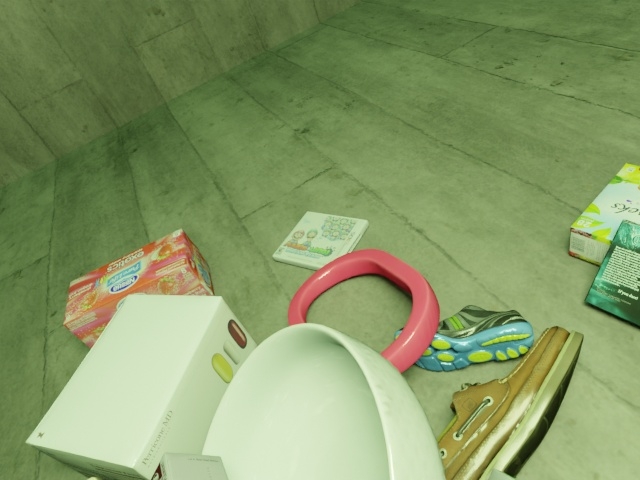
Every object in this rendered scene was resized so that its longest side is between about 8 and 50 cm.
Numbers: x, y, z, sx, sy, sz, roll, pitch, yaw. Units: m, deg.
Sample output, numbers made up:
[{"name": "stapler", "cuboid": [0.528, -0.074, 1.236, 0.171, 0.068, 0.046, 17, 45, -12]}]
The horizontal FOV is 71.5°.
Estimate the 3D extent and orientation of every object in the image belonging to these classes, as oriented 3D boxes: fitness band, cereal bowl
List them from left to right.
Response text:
[{"name": "cereal bowl", "cuboid": [0.001, 0.269, 0.473, 0.339, 0.141, 0.338, -34, 44, 40]}, {"name": "fitness band", "cuboid": [0.059, 0.109, 0.697, 0.209, 0.054, 0.291, -37, 26, -7]}]

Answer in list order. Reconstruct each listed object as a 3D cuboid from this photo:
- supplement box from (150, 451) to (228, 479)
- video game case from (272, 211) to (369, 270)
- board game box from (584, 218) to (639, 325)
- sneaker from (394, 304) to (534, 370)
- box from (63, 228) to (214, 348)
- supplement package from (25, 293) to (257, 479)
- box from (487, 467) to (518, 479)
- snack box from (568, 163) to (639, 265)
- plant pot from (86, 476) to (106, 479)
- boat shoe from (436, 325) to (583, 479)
[{"name": "supplement box", "cuboid": [-0.168, 0.362, 0.456, 0.239, 0.073, 0.130, -63, 33, 7]}, {"name": "video game case", "cuboid": [0.000, 0.000, 0.913, 0.157, 0.019, 0.143, 11, 51, 35]}, {"name": "board game box", "cuboid": [0.453, 0.062, 0.553, 0.026, 0.126, 0.186, 2, 21, -42]}, {"name": "sneaker", "cuboid": [0.202, 0.137, 0.640, 0.188, 0.067, 0.078, -12, 20, 17]}, {"name": "box", "cuboid": [-0.358, 0.104, 0.894, 0.257, 0.122, 0.128, -26, 41, -2]}, {"name": "supplement package", "cuboid": [-0.256, 0.229, 0.691, 0.204, 0.145, 0.261, -2, 45, 25]}, {"name": "box", "cuboid": [0.141, 0.297, 0.277, 0.127, 0.262, 0.231, 29, 77, 19]}, {"name": "snack box", "cuboid": [0.507, -0.015, 0.640, 0.174, 0.070, 0.207, -40, 41, -18]}, {"name": "plant pot", "cuboid": [-0.290, 0.374, 0.568, 0.109, 0.096, 0.109, 46, 70, 2]}, {"name": "boat shoe", "cuboid": [0.198, 0.208, 0.516, 0.105, 0.110, 0.307, 24, 59, 41]}]
